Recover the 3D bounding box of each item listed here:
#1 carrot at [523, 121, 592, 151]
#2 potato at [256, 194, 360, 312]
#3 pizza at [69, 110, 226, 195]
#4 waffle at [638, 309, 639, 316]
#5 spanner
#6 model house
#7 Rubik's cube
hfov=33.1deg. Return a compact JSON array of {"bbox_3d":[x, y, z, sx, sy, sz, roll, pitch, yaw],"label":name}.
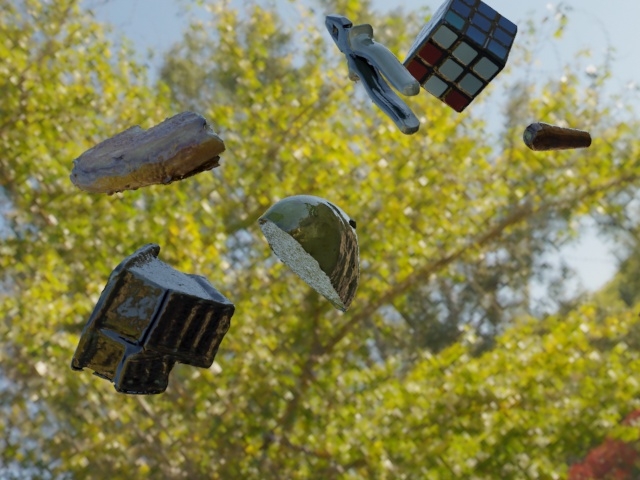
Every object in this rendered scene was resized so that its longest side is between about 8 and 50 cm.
[{"bbox_3d":[0.452,-0.196,2.057,0.161,0.055,0.055,-1,-38,-38],"label":"carrot"},{"bbox_3d":[0.000,0.000,1.712,0.111,0.160,0.271,-48,-27,-9],"label":"potato"},{"bbox_3d":[-0.265,-0.124,1.659,0.305,0.085,0.161,-10,29,34],"label":"pizza"},{"bbox_3d":[0.526,0.094,1.449,0.125,0.191,0.032,-64,13,-14],"label":"waffle"},{"bbox_3d":[0.074,-0.268,1.628,0.040,0.325,0.095,-13,-51,-17],"label":"spanner"},{"bbox_3d":[-0.184,0.101,1.234,0.165,0.152,0.106,-65,-10,0],"label":"model house"},{"bbox_3d":[0.283,-0.388,2.182,0.163,0.162,0.160,-47,11,43],"label":"Rubik's cube"}]
